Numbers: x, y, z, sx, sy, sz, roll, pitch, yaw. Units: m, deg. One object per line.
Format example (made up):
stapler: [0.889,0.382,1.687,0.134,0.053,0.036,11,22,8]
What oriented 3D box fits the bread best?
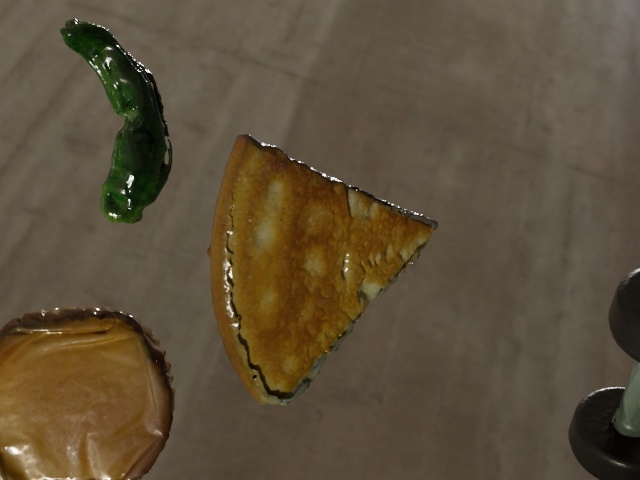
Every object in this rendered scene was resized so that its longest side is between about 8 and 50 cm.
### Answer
bread: [-0.236,0.153,1.236,0.104,0.199,0.199,135,154,-86]

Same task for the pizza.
pizza: [0.000,0.000,0.838,0.176,0.036,0.185,-29,-61,-28]

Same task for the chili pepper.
chili pepper: [-0.170,-0.105,1.105,0.050,0.073,0.182,-155,53,-77]

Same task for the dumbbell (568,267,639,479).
dumbbell: [0.282,0.121,1.107,0.100,0.100,0.191,-71,-8,-49]
